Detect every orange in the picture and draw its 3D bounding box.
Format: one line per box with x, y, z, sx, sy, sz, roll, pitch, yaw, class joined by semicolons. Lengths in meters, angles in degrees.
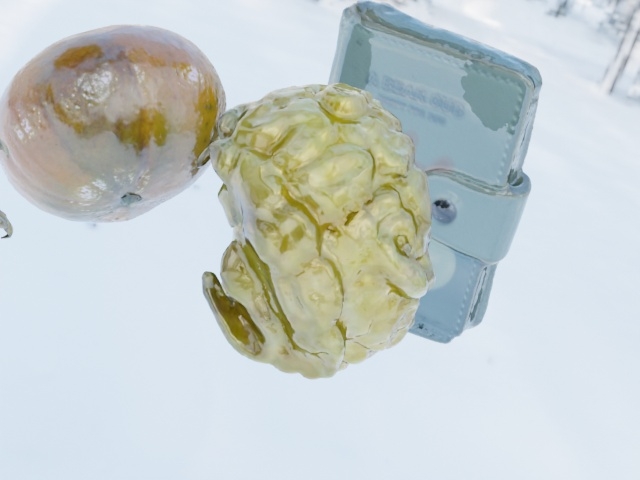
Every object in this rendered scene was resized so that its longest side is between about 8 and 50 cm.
-0.211;-0.113;1.177;0.240;0.240;0.171;1;58;-45;orange

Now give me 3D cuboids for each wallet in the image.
0.107;-0.068;1.283;0.252;0.360;0.083;23;32;18;wallet

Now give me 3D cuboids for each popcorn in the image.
0.000;0.000;0.935;0.190;0.250;0.250;-10;15;6;popcorn

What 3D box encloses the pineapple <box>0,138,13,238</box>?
-0.239;0.000;0.659;0.140;0.249;0.164;-5;14;-29;pineapple
